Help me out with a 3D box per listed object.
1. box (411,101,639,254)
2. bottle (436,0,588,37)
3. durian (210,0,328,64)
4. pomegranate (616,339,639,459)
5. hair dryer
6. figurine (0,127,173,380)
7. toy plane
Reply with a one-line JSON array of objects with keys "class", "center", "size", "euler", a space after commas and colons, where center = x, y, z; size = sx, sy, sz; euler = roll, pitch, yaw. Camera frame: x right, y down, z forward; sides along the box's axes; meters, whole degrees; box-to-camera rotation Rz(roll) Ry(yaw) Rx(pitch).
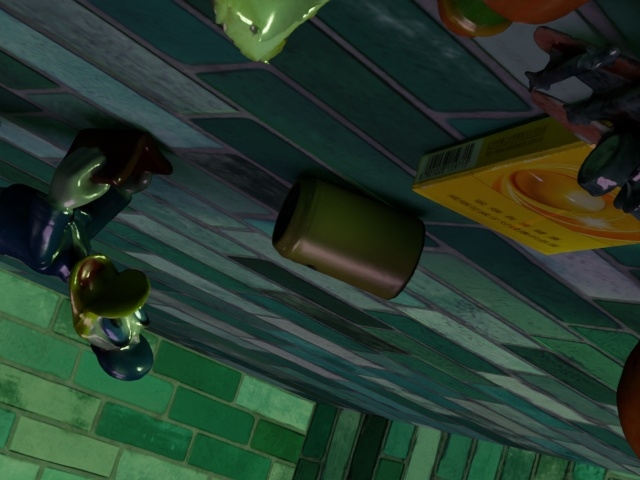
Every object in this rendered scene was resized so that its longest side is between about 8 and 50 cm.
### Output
[{"class": "box", "center": [0.199, -0.041, 0.847], "size": [0.152, 0.043, 0.269], "euler": [23, 167, -20]}, {"class": "bottle", "center": [0.102, -0.137, 0.524], "size": [0.069, 0.069, 0.187], "euler": [21, 168, -12]}, {"class": "durian", "center": [-0.013, -0.167, 0.402], "size": [0.145, 0.139, 0.252], "euler": [13, 166, 2]}, {"class": "pomegranate", "center": [0.380, 0.150, 1.036], "size": [0.209, 0.209, 0.209], "euler": [17, 167, 4]}, {"class": "hair dryer", "center": [0.000, 0.000, 1.210], "size": [0.135, 0.090, 0.279], "euler": [21, 173, -14]}, {"class": "figurine", "center": [-0.264, -0.006, 1.208], "size": [0.338, 0.284, 0.204], "euler": [59, -165, -4]}, {"class": "toy plane", "center": [0.206, -0.032, 0.525], "size": [0.223, 0.104, 0.326], "euler": [38, -176, -10]}]
